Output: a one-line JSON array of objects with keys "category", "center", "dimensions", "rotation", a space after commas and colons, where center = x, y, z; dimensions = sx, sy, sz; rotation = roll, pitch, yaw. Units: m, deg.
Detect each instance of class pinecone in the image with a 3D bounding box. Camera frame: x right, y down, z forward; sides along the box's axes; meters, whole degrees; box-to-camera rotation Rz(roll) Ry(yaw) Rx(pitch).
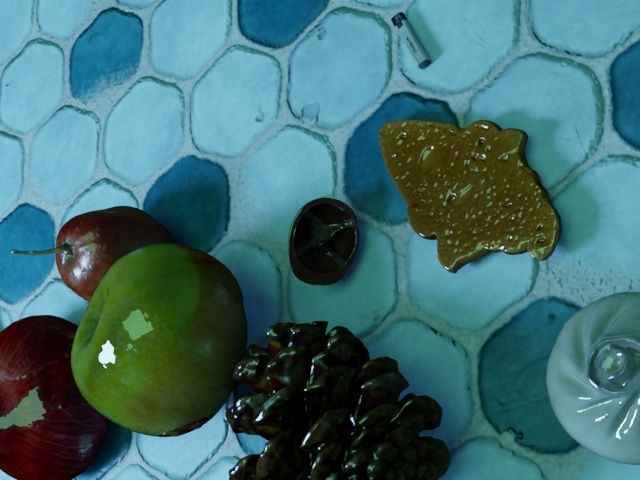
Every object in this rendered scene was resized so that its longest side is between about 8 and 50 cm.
[{"category": "pinecone", "center": [0.006, 0.216, 1.004], "dimensions": [0.244, 0.244, 0.309], "rotation": [-54, 39, 11]}]

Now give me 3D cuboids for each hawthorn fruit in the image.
[{"category": "hawthorn fruit", "center": [-0.306, 0.018, 1.255], "dimensions": [0.162, 0.203, 0.163], "rotation": [-5, 80, 30]}]

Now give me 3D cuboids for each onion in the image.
[{"category": "onion", "center": [-0.410, 0.232, 1.313], "dimensions": [0.248, 0.161, 0.248], "rotation": [-2, 80, 10]}]

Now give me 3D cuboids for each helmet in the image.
[{"category": "helmet", "center": [0.000, 0.000, 1.154], "dimensions": [0.089, 0.057, 0.111], "rotation": [14, 92, -9]}]

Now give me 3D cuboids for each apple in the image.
[{"category": "apple", "center": [-0.201, 0.124, 1.142], "dimensions": [0.261, 0.194, 0.261], "rotation": [-49, 28, 38]}]

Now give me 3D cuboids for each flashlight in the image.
[{"category": "flashlight", "center": [0.116, -0.257, 1.162], "dimensions": [0.018, 0.018, 0.083], "rotation": [-36, 63, 23]}]

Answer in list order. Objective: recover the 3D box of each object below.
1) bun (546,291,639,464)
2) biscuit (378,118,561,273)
[{"category": "bun", "center": [0.304, 0.135, 0.900], "dimensions": [0.172, 0.120, 0.173], "rotation": [-9, 73, 32]}, {"category": "biscuit", "center": [0.170, -0.063, 1.074], "dimensions": [0.280, 0.043, 0.183], "rotation": [38, 97, 37]}]
